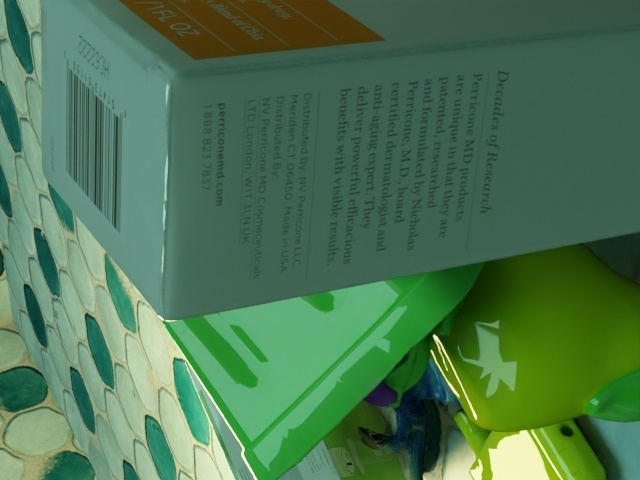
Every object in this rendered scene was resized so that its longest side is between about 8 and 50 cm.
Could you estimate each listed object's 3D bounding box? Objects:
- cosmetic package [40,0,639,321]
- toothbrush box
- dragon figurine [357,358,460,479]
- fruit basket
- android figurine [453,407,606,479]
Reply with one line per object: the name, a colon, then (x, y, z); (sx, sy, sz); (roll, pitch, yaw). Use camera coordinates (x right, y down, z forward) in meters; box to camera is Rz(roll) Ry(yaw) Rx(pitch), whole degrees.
cosmetic package: (0.060, -0.099, 0.965); (0.230, 0.453, 0.161); (41, 133, 50)
toothbrush box: (-0.013, 0.210, 1.635); (0.206, 0.122, 0.283); (65, -164, 14)
dragon figurine: (0.100, 0.161, 1.543); (0.289, 0.144, 0.085); (59, 170, 6)
fruit basket: (0.097, 0.064, 1.194); (0.283, 0.392, 0.392); (-46, 58, 25)
android figurine: (0.222, 0.260, 1.403); (0.273, 0.056, 0.248); (63, 155, 26)
